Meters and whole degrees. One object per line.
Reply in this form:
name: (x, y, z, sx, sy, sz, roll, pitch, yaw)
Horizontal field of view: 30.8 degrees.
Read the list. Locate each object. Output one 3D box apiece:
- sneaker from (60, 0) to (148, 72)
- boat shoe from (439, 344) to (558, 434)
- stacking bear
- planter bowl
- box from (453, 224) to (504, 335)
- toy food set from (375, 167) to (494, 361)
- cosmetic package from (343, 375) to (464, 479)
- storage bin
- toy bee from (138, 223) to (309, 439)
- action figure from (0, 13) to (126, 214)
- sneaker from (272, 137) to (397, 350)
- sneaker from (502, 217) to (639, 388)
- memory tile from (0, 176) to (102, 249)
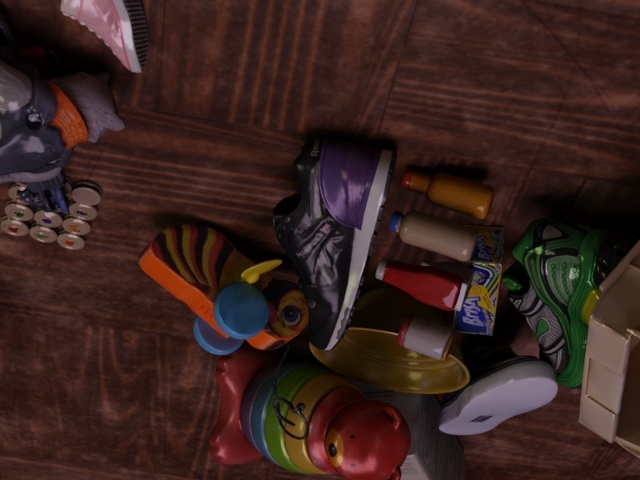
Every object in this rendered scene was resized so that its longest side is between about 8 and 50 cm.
sneaker: (-0.216, -0.223, 1.153, 0.070, 0.051, 0.134, 0, 141, 9)
boat shoe: (0.237, 0.191, 1.603, 0.108, 0.102, 0.301, 3, 159, -10)
stacking bear: (0.000, 0.254, 1.606, 0.164, 0.176, 0.289, 1, -174, -43)
planter bowl: (0.100, 0.123, 1.548, 0.217, 0.090, 0.217, 13, 155, 6)
box: (0.200, 0.054, 1.479, 0.054, 0.059, 0.169, 5, 145, 8)
toy food set: (0.119, 0.039, 1.357, 0.104, 0.111, 0.232, 18, 121, 13)
cosmetic package: (0.129, 0.333, 1.805, 0.129, 0.153, 0.296, -6, 142, 18)
storage bin: (0.415, 0.089, 1.323, 0.123, 0.260, 0.262, 34, 156, 28)
toy bee: (-0.086, 0.084, 1.487, 0.195, 0.162, 0.298, -5, 120, 50)
action figure: (-0.357, -0.073, 1.237, 0.330, 0.179, 0.341, -27, 144, -4)
sneaker: (0.000, 0.000, 1.377, 0.124, 0.107, 0.283, 15, 123, 2)
sneaker: (0.307, 0.070, 1.460, 0.146, 0.134, 0.344, 23, 154, 20)
memory tile: (-0.339, -0.038, 1.460, 0.113, 0.012, 0.148, 15, 143, -14)
